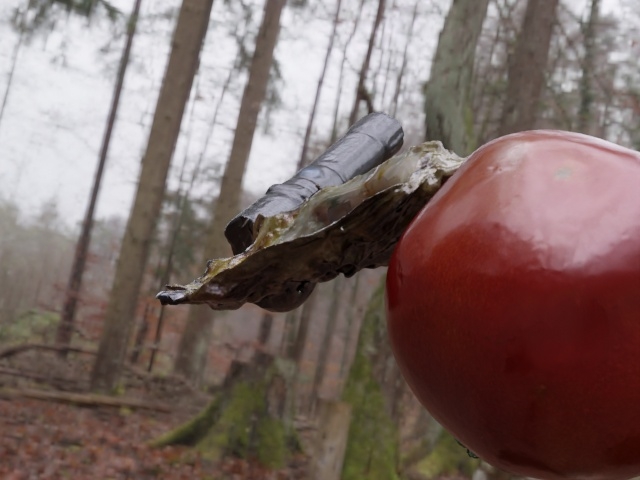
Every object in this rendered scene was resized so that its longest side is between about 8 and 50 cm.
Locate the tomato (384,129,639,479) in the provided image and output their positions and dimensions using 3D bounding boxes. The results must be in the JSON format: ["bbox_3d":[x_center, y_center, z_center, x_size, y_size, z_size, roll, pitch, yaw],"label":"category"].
[{"bbox_3d":[0.193,0.039,0.742,0.298,0.299,0.226,7,-47,19],"label":"tomato"}]

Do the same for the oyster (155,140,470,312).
[{"bbox_3d":[0.010,-0.006,0.975,0.361,0.096,0.221,-25,17,15],"label":"oyster"}]

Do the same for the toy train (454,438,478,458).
[{"bbox_3d":[0.210,0.247,1.393,0.148,0.071,0.038,55,2,-18],"label":"toy train"}]

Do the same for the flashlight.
[{"bbox_3d":[0.009,-0.085,1.449,0.103,0.103,0.424,3,30,32],"label":"flashlight"}]
